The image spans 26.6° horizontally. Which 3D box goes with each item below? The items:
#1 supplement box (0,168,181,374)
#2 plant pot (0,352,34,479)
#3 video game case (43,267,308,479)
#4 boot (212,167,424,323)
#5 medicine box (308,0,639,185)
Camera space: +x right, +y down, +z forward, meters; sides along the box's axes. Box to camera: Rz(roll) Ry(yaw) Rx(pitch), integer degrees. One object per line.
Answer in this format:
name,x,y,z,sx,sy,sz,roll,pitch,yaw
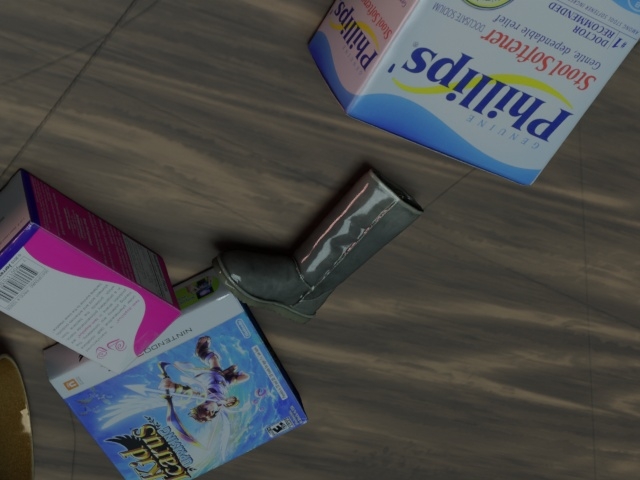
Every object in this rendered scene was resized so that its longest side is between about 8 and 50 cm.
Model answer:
supplement box,-0.277,0.038,1.504,0.111,0.114,0.220,-43,127,14
plant pot,-0.478,0.254,1.545,0.254,0.237,0.237,-3,128,0
video game case,-0.174,0.185,1.690,0.244,0.061,0.269,-26,131,2
boot,-0.001,-0.002,1.599,0.208,0.076,0.189,-41,143,22
medicine box,0.180,-0.241,1.431,0.263,0.149,0.289,18,117,-31
